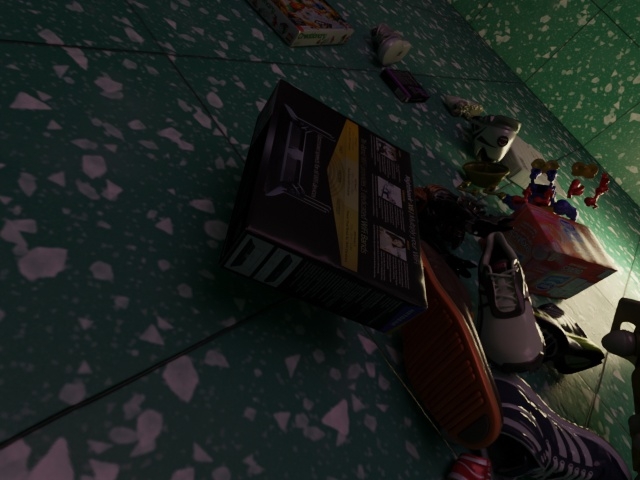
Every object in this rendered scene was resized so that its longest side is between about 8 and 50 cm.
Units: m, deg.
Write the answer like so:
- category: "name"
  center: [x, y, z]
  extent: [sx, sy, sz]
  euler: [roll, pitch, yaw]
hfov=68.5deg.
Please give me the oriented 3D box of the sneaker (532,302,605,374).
- category: "sneaker"
  center: [0.452, 0.182, 0.961]
  extent: [0.299, 0.111, 0.121]
  euler: [28, 33, -32]

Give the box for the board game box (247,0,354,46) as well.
- category: "board game box"
  center: [-0.051, -0.615, 1.275]
  extent: [0.193, 0.053, 0.305]
  euler: [48, 37, 5]

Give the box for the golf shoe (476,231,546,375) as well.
- category: "golf shoe"
  center: [0.311, 0.103, 0.811]
  extent: [0.273, 0.105, 0.120]
  euler: [-77, 150, -52]

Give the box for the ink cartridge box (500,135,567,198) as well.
- category: "ink cartridge box"
  center: [0.729, -0.269, 1.666]
  extent: [0.238, 0.060, 0.275]
  euler: [26, 40, -24]

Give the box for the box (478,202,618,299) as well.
- category: "box"
  center: [0.551, 0.036, 1.138]
  extent: [0.299, 0.154, 0.142]
  euler: [11, 47, -34]

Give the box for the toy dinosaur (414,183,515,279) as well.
- category: "toy dinosaur"
  center: [0.248, -0.041, 0.973]
  extent: [0.321, 0.165, 0.218]
  euler: [-11, 46, -27]

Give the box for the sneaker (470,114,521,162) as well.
- category: "sneaker"
  center: [0.530, -0.315, 1.498]
  extent: [0.122, 0.147, 0.330]
  euler: [18, 14, 6]

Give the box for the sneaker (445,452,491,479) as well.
- category: "sneaker"
  center: [0.226, 0.343, 0.635]
  extent: [0.118, 0.042, 0.067]
  euler: [46, 40, 6]

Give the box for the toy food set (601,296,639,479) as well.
- category: "toy food set"
  center: [0.554, 0.287, 0.842]
  extent: [0.220, 0.092, 0.306]
  euler: [63, 37, -47]

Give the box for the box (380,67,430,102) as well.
- category: "box"
  center: [0.264, -0.479, 1.460]
  extent: [0.162, 0.029, 0.116]
  euler: [-20, 71, -49]

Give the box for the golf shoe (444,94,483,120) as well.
- category: "golf shoe"
  center: [0.504, -0.476, 1.652]
  extent: [0.176, 0.069, 0.086]
  euler: [1, 48, -43]

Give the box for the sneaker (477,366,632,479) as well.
- category: "sneaker"
  center: [0.346, 0.333, 0.706]
  extent: [0.282, 0.099, 0.153]
  euler: [39, 32, 4]

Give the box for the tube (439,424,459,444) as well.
- category: "tube"
  center: [0.213, 0.212, 0.741]
  extent: [0.080, 0.052, 0.207]
  euler: [13, 40, 1]

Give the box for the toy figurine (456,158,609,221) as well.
- category: "toy figurine"
  center: [0.561, -0.082, 1.284]
  extent: [0.362, 0.217, 0.191]
  euler: [10, 46, 27]

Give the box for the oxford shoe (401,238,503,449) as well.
- category: "oxford shoe"
  center: [0.197, 0.128, 0.716]
  extent: [0.132, 0.130, 0.364]
  euler: [13, 42, -29]

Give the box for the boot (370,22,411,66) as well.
- category: "boot"
  center: [0.203, -0.638, 1.517]
  extent: [0.123, 0.095, 0.258]
  euler: [40, 28, 4]

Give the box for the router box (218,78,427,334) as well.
- category: "router box"
  center: [0.015, -0.056, 0.641]
  extent: [0.242, 0.081, 0.309]
  euler: [25, 44, -20]
